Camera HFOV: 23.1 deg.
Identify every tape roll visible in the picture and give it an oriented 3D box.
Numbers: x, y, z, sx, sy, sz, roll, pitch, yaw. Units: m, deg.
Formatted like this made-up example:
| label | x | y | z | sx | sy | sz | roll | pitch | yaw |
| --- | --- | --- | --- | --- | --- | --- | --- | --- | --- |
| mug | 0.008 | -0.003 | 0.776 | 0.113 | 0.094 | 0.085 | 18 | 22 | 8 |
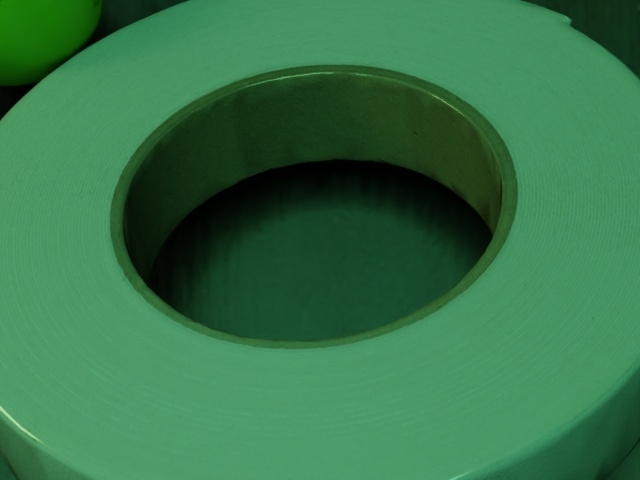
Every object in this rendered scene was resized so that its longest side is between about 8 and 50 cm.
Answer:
| label | x | y | z | sx | sy | sz | roll | pitch | yaw |
| --- | --- | --- | --- | --- | --- | --- | --- | --- | --- |
| tape roll | 0.000 | 0.000 | 0.817 | 0.392 | 0.072 | 0.392 | -4 | 45 | 5 |

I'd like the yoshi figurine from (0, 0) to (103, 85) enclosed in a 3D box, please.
| label | x | y | z | sx | sy | sz | roll | pitch | yaw |
| --- | --- | --- | --- | --- | --- | --- | --- | --- | --- |
| yoshi figurine | -0.275 | -0.115 | 0.904 | 0.362 | 0.203 | 0.203 | -33 | 84 | -9 |
